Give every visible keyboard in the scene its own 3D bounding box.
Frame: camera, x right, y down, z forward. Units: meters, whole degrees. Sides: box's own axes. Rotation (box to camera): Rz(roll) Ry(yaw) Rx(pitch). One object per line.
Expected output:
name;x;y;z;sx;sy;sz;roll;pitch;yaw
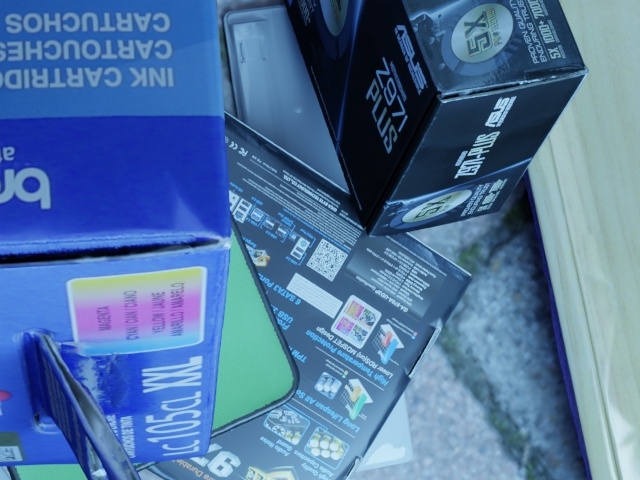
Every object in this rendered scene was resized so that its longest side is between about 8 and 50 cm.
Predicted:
keyboard;0.000;0.000;1.069;0.072;0.014;0.256;-10;95;-24

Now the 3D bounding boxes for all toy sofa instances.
toy sofa;0.191;-0.010;1.079;0.150;0.177;0.362;-12;96;6

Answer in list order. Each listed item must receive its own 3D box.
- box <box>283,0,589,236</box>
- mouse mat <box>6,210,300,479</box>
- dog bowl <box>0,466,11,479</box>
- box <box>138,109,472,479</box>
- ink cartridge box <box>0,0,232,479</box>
box;0.046;-0.115;0.977;0.077;0.147;0.180;-11;69;-18
mouse mat;-0.110;0.020;0.973;0.152;0.007;0.190;-24;95;-12
dog bowl;-0.232;0.142;0.851;0.265;0.265;0.104;43;104;-15
box;-0.058;0.033;1.016;0.220;0.051;0.175;33;84;-13
ink cartridge box;-0.119;-0.069;0.818;0.151;0.270;0.395;-1;69;-5
